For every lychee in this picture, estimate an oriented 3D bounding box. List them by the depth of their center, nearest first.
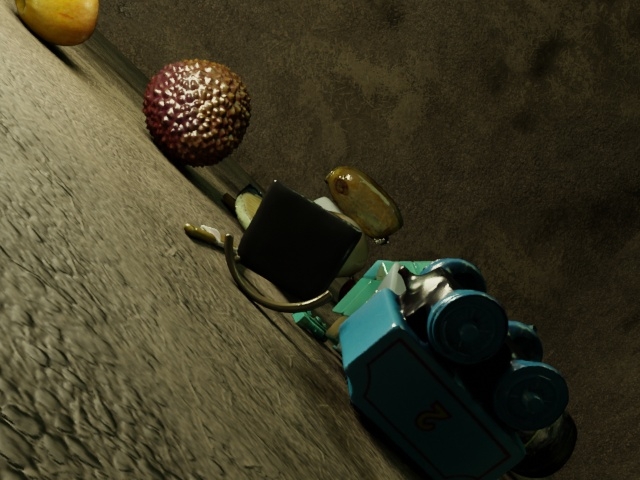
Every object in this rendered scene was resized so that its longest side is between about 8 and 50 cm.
[{"bbox_3d":[-0.278,-0.277,1.755,0.271,0.271,0.271,45,3,-3],"label":"lychee"}]

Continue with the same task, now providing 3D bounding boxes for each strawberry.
[{"bbox_3d":[0.103,0.172,2.091,0.145,0.086,0.145,46,3,-3],"label":"strawberry"}]

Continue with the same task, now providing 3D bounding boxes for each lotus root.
[{"bbox_3d":[0.115,-0.099,2.010,0.241,0.123,0.124,49,-6,1],"label":"lotus root"}]

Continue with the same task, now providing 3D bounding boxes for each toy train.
[{"bbox_3d":[0.181,0.187,1.119,0.300,0.265,0.188,46,12,-14],"label":"toy train"},{"bbox_3d":[-0.016,0.145,1.342,0.092,0.029,0.045,44,10,-35],"label":"toy train"}]

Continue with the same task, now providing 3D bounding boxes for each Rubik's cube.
[{"bbox_3d":[0.150,0.154,1.314,0.224,0.265,0.213,45,-13,-13],"label":"Rubik's cube"}]

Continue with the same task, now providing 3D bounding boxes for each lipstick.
[{"bbox_3d":[-0.187,-0.105,2.046,0.051,0.051,0.312,44,-5,-3],"label":"lipstick"}]

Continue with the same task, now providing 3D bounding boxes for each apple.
[{"bbox_3d":[-0.554,-0.499,1.617,0.155,0.182,0.182,4,30,-37],"label":"apple"}]

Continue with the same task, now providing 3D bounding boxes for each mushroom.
[{"bbox_3d":[-0.015,0.026,1.511,0.226,0.226,0.178,-12,98,-87],"label":"mushroom"}]

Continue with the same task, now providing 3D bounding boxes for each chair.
[{"bbox_3d":[-0.042,0.013,1.263,0.188,0.166,0.272,31,6,2],"label":"chair"}]

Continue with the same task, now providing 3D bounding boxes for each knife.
[{"bbox_3d":[-0.178,-0.009,1.285,0.046,0.022,0.256,41,2,13],"label":"knife"}]

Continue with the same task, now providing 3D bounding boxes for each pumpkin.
[{"bbox_3d":[0.542,0.496,2.118,0.323,0.241,0.323,50,-1,1],"label":"pumpkin"}]

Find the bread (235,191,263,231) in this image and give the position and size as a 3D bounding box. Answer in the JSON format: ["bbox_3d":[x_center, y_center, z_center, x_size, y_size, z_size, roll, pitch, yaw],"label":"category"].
[{"bbox_3d":[-0.102,-0.007,1.792,0.267,0.040,0.267,45,14,-15],"label":"bread"}]

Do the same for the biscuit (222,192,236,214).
[{"bbox_3d":[-0.174,-0.049,1.897,0.184,0.027,0.133,43,2,-2],"label":"biscuit"}]

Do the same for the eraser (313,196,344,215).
[{"bbox_3d":[0.000,0.000,2.063,0.104,0.189,0.290,49,1,-24],"label":"eraser"}]
